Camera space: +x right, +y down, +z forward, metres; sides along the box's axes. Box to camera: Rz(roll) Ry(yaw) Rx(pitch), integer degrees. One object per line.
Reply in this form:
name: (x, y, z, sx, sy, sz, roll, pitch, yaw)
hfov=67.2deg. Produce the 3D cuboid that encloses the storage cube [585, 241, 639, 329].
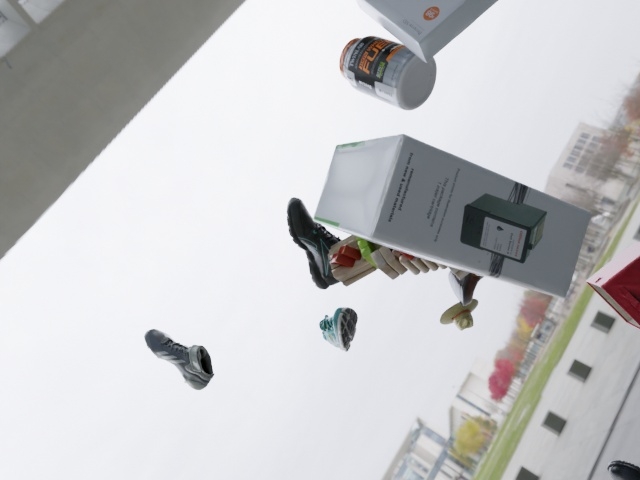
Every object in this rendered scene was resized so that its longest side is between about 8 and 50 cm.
storage cube: (0.952, 0.133, 1.434, 0.193, 0.184, 0.215, -44, -11, 13)

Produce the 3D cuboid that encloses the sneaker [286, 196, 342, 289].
sneaker: (0.000, 0.000, 1.196, 0.101, 0.106, 0.267, -79, -31, -54)

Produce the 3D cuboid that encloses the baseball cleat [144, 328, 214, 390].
baseball cleat: (-0.340, 0.272, 1.189, 0.109, 0.206, 0.072, -52, -5, 26)

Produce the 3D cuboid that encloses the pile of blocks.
pile of blocks: (0.164, 0.005, 1.018, 0.112, 0.362, 0.149, 37, -127, -54)

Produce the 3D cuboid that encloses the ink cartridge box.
ink cartridge box: (0.164, -0.031, 0.646, 0.289, 0.211, 0.122, 17, -89, -21)

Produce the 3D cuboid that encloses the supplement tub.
supplement tub: (0.218, -0.575, 1.630, 0.193, 0.316, 0.194, -25, -48, -30)

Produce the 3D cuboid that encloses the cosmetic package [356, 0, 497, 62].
cosmetic package: (0.301, -0.733, 1.415, 0.284, 0.377, 0.097, -41, -34, 10)

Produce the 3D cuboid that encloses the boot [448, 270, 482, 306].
boot: (0.496, 0.051, 1.321, 0.280, 0.096, 0.264, -16, -57, -5)

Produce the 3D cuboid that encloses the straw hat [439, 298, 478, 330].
straw hat: (0.447, 0.248, 1.508, 0.144, 0.061, 0.145, -15, -36, -11)

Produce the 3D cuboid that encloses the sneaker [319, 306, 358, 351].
sneaker: (0.046, 0.269, 1.453, 0.275, 0.109, 0.107, 89, -157, -63)

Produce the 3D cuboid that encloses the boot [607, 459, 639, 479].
boot: (0.956, 0.802, 1.421, 0.207, 0.246, 0.094, -38, -33, -37)
